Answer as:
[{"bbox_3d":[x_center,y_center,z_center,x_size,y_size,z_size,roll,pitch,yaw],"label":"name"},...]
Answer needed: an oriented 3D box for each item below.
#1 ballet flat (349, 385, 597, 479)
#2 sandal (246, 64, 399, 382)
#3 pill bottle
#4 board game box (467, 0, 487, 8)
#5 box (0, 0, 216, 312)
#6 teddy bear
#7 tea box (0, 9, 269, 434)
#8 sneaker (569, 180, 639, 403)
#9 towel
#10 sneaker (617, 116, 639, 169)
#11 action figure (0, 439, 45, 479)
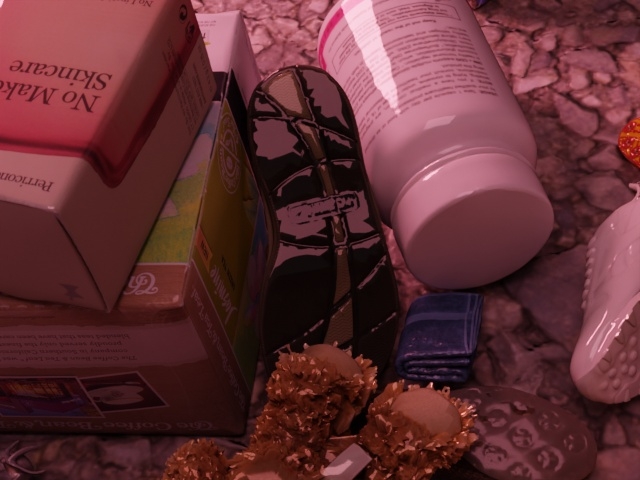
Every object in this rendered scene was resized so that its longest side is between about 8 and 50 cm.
[{"bbox_3d":[0.097,0.161,0.967,0.250,0.058,0.084,5,58,11],"label":"ballet flat"},{"bbox_3d":[0.001,-0.001,1.039,0.120,0.086,0.302,-4,83,-2],"label":"sandal"},{"bbox_3d":[0.104,-0.104,1.095,0.160,0.160,0.283,-17,51,0],"label":"pill bottle"},{"bbox_3d":[0.158,-0.436,1.350,0.232,0.141,0.291,-37,54,-16],"label":"board game box"},{"bbox_3d":[-0.194,-0.083,0.888,0.149,0.127,0.232,9,55,16],"label":"box"},{"bbox_3d":[-0.018,0.221,0.868,0.245,0.113,0.338,11,55,6],"label":"teddy bear"},{"bbox_3d":[-0.224,-0.014,1.061,0.329,0.220,0.323,-2,54,11],"label":"tea box"},{"bbox_3d":[0.263,0.039,1.009,0.095,0.090,0.235,14,53,38],"label":"sneaker"},{"bbox_3d":[0.102,0.078,1.008,0.067,0.029,0.119,-1,25,13],"label":"towel"},{"bbox_3d":[0.344,-0.067,1.083,0.064,0.067,0.175,-53,42,-3],"label":"sneaker"},{"bbox_3d":[-0.349,0.255,0.965,0.285,0.099,0.185,-35,48,-18],"label":"action figure"}]
